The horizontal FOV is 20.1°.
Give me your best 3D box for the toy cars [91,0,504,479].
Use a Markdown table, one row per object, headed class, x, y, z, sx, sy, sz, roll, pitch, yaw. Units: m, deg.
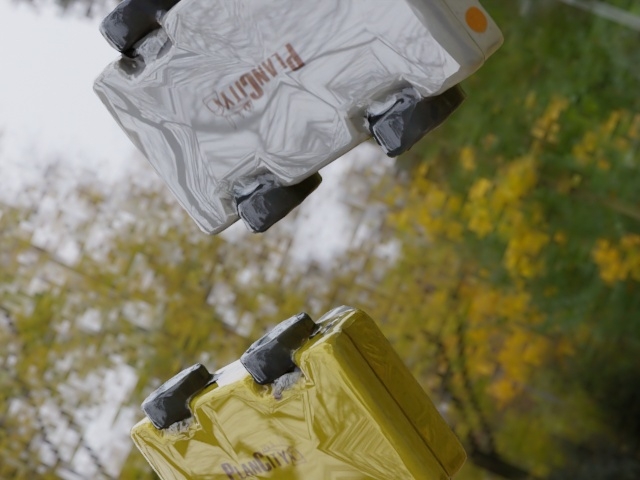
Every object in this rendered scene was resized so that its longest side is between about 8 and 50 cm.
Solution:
| class | x | y | z | sx | sy | sz | roll | pitch | yaw |
| --- | --- | --- | --- | --- | --- | --- | --- | --- | --- |
| toy cars | 0.000 | 0.000 | 0.732 | 0.087 | 0.176 | 0.394 | -41 | -34 | -36 |
